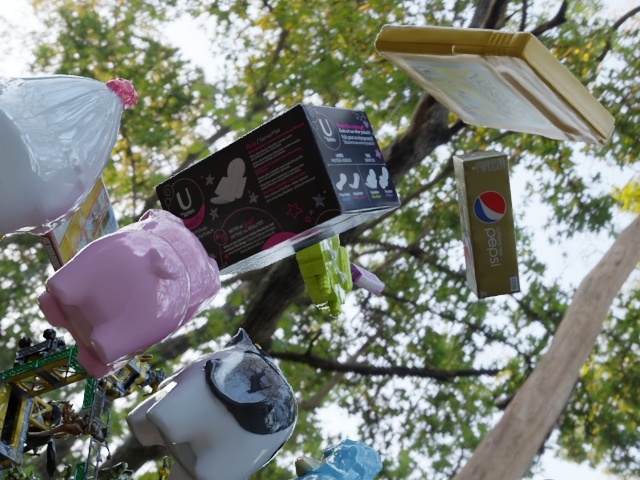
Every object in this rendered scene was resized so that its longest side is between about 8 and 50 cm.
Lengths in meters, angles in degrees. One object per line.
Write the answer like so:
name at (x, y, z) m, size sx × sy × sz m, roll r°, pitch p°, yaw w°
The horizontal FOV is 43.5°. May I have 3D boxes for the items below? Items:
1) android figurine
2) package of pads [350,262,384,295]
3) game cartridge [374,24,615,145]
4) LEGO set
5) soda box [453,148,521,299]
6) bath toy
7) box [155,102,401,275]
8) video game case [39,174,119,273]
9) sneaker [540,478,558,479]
android figurine at (0.000, 0.000, 1.337) m, size 0.056 × 0.273 × 0.248 m, roll -15°, pitch -43°, yaw 8°
package of pads at (0.095, 0.083, 1.709) m, size 0.032 × 0.083 × 0.050 m, roll -53°, pitch -138°, yaw 9°
game cartridge at (0.281, -0.250, 1.297) m, size 0.285 × 0.052 × 0.324 m, roll 29°, pitch -2°, yaw -37°
LEGO set at (-0.272, 0.277, 0.900) m, size 0.255 × 0.331 × 0.192 m, roll -25°, pitch -45°, yaw 10°
soda box at (0.212, -0.022, 1.023) m, size 0.058 × 0.061 × 0.181 m, roll -8°, pitch -77°, yaw -1°
bath toy at (-0.098, 0.040, 0.508) m, size 0.348 × 0.129 × 0.151 m, roll 55°, pitch -29°, yaw -5°
box at (-0.054, -0.059, 1.021) m, size 0.247 × 0.163 × 0.142 m, roll -23°, pitch -97°, yaw 31°
video game case at (-0.392, -0.041, 1.291) m, size 0.025 × 0.204 × 0.285 m, roll 3°, pitch -44°, yaw 7°
sneaker at (0.383, 0.405, 1.011) m, size 0.270 × 0.090 × 0.145 m, roll 49°, pitch -16°, yaw 18°
